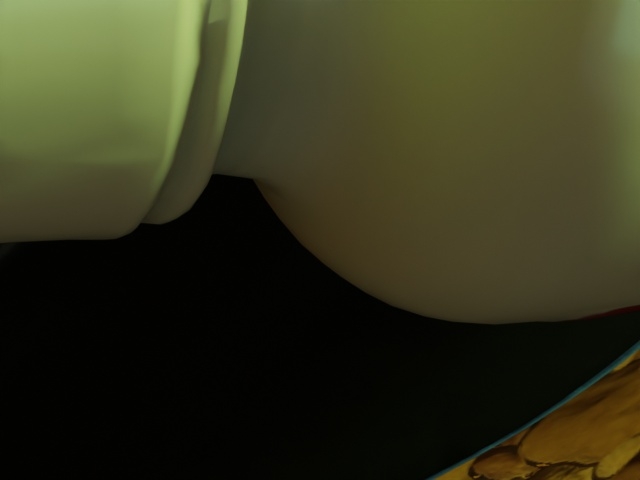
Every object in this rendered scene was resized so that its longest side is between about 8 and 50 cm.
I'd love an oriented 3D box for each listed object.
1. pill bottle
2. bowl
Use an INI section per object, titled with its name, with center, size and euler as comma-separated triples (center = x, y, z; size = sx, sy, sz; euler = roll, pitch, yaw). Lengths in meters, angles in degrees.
[pill bottle]
center = 0.106, -0.104, 0.424
size = 0.408, 0.229, 0.229
euler = -6, 140, -18
[bowl]
center = 0.000, 0.000, 0.686
size = 0.391, 0.077, 0.391
euler = -21, 152, -12
